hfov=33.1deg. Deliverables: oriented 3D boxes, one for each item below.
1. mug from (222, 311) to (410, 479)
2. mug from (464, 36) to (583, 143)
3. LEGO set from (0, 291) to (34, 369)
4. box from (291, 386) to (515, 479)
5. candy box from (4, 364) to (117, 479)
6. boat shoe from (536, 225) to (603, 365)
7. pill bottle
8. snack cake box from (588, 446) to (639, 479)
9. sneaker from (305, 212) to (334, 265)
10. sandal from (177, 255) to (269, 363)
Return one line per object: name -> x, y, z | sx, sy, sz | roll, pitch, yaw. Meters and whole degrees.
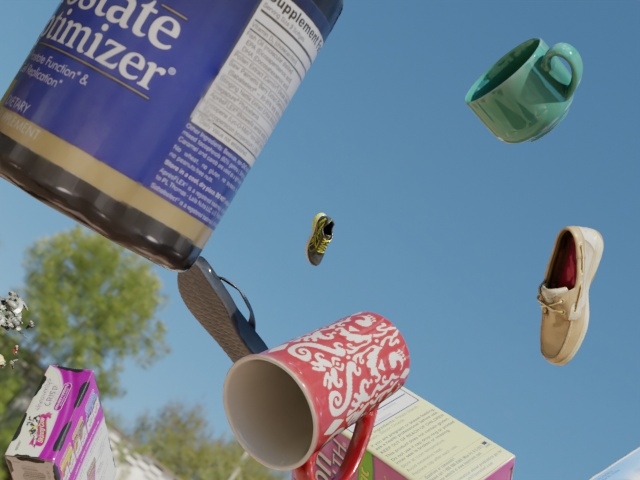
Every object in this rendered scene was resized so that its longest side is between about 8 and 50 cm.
mug -> 0.001, 0.153, 1.052 | 0.113, 0.169, 0.150 | 22, -62, 32
mug -> 0.272, -0.188, 1.408 | 0.097, 0.129, 0.158 | 47, -3, -13
LEGO set -> -0.277, 0.074, 0.945 | 0.023, 0.054, 0.083 | 108, -34, -46
box -> 0.086, 0.298, 1.248 | 0.243, 0.117, 0.213 | 29, -51, 40
candy box -> -0.352, 0.308, 1.483 | 0.071, 0.159, 0.233 | 6, -48, 9
boat shoe -> 0.286, 0.063, 1.283 | 0.059, 0.170, 0.063 | 15, -4, -39
pill bottle -> -0.065, -0.105, 0.538 | 0.123, 0.219, 0.123 | 29, -4, 2
snack cake box -> 0.288, 0.284, 0.990 | 0.089, 0.264, 0.152 | 32, -51, 39
sneaker -> 0.000, 0.000, 1.669 | 0.031, 0.083, 0.035 | 3, 10, -36
sandal -> -0.134, 0.122, 1.642 | 0.097, 0.054, 0.254 | -4, -55, 46
